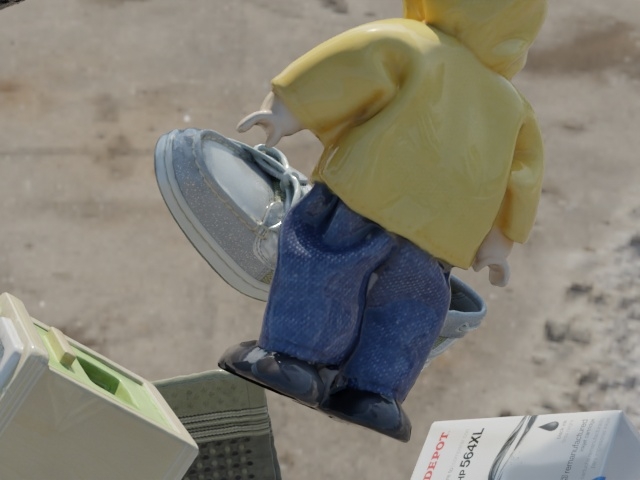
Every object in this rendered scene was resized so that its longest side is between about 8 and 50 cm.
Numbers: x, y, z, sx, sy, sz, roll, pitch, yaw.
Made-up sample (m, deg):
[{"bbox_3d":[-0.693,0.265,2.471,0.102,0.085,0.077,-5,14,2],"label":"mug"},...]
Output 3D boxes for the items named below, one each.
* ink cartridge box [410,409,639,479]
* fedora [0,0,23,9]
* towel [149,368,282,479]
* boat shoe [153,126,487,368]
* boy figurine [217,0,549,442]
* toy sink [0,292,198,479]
[{"bbox_3d":[0.173,0.233,1.156,0.203,0.086,0.148,-11,40,40],"label":"ink cartridge box"},{"bbox_3d":[-0.102,-0.260,0.598,0.334,0.152,0.334,-31,30,20],"label":"fedora"},{"bbox_3d":[-0.202,0.290,1.554,0.324,0.312,0.056,-7,26,-4],"label":"towel"},{"bbox_3d":[0.001,0.002,1.074,0.320,0.103,0.118,39,29,-29],"label":"boat shoe"},{"bbox_3d":[0.040,-0.046,0.697,0.177,0.285,0.092,23,-7,-25],"label":"boy figurine"},{"bbox_3d":[-0.240,0.140,1.097,0.234,0.131,0.153,33,1,-26],"label":"toy sink"}]
